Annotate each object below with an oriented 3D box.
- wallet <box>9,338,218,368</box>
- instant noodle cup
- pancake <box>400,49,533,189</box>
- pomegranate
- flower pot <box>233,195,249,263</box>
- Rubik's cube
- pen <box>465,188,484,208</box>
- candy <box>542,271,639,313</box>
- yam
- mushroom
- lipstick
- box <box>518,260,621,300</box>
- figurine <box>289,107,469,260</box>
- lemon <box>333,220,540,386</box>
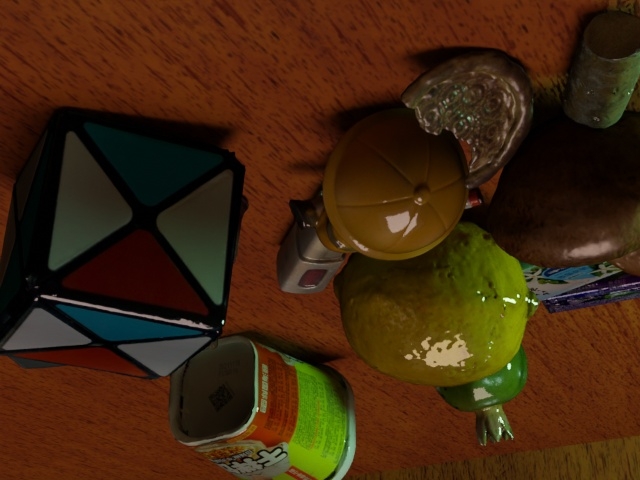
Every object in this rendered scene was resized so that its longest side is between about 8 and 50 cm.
[{"bbox_3d":[-0.365,0.163,2.364,0.360,0.083,0.252,-7,165,2],"label":"wallet"},{"bbox_3d":[-0.121,0.328,2.631,0.294,0.294,0.308,-16,150,28],"label":"instant noodle cup"},{"bbox_3d":[0.166,-0.139,1.601,0.190,0.020,0.184,5,125,-28],"label":"pancake"},{"bbox_3d":[0.302,0.268,2.576,0.187,0.225,0.187,-14,171,-2],"label":"pomegranate"},{"bbox_3d":[-0.152,-0.009,1.919,0.111,0.089,0.111,-4,160,-2],"label":"flower pot"},{"bbox_3d":[-0.256,0.014,1.708,0.250,0.248,0.246,13,154,-21],"label":"Rubik's cube"},{"bbox_3d":[0.130,-0.039,1.988,0.218,0.026,0.026,-13,158,22],"label":"pen"},{"bbox_3d":[0.519,0.060,2.290,0.312,0.061,0.088,-11,158,15],"label":"candy"},{"bbox_3d":[0.318,-0.190,1.548,0.078,0.078,0.179,-5,160,2],"label":"yam"},{"bbox_3d":[0.355,-0.060,1.688,0.283,0.195,0.263,13,-159,8],"label":"mushroom"},{"bbox_3d":[0.000,0.000,1.995,0.079,0.077,0.253,1,158,-15],"label":"lipstick"},{"bbox_3d":[0.368,0.016,2.108,0.143,0.083,0.232,11,154,-38],"label":"box"},{"bbox_3d":[0.080,-0.053,1.744,0.192,0.167,0.257,-11,166,-22],"label":"figurine"},{"bbox_3d":[0.163,0.092,2.027,0.284,0.260,0.260,19,156,-8],"label":"lemon"}]
